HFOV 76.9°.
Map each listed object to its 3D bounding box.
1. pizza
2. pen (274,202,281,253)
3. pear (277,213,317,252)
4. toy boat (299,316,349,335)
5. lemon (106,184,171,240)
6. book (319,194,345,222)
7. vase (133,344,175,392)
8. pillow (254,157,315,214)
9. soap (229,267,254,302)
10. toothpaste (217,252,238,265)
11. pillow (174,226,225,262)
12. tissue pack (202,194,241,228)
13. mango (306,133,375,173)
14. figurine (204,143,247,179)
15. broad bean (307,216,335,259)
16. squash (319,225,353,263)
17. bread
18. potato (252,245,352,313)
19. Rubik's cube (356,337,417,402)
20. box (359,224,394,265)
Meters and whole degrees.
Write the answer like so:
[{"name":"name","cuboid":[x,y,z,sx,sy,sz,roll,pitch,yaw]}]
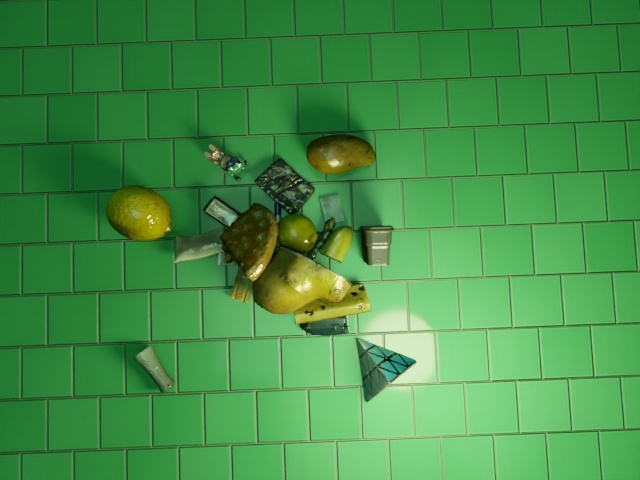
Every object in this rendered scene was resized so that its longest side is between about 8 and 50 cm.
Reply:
[{"name":"pizza","cuboid":[-0.320,0.002,1.829,0.278,0.114,0.408,-15,52,13]},{"name":"pen","cuboid":[-0.208,-0.049,1.963,0.033,0.033,0.268,-1,87,0]},{"name":"pear","cuboid":[-0.114,-0.036,1.888,0.199,0.198,0.197,0,87,0]},{"name":"toy boat","cuboid":[0.019,0.402,1.916,0.247,0.103,0.092,-5,96,12]},{"name":"lemon","cuboid":[-0.833,-0.123,1.864,0.311,0.253,0.253,26,87,1]},{"name":"book","cuboid":[0.056,-0.150,1.976,0.103,0.017,0.134,-14,88,-1]},{"name":"vase","cuboid":[-0.779,0.611,1.901,0.096,0.096,0.219,-36,90,-2]},{"name":"pillow","cuboid":[-0.170,-0.264,1.960,0.256,0.034,0.189,43,75,0]},{"name":"soap","cuboid":[-0.355,0.172,1.921,0.092,0.037,0.251,19,100,3]},{"name":"toothpaste","cuboid":[-0.344,0.093,1.951,0.315,0.055,0.058,5,47,4]},{"name":"pillow","cuboid":[-0.579,0.018,1.940,0.255,0.078,0.144,-12,70,0]},{"name":"tissue pack","cuboid":[-0.469,-0.129,1.940,0.170,0.090,0.103,36,88,0]},{"name":"mango","cuboid":[0.099,-0.417,1.922,0.331,0.175,0.176,-10,131,0]},{"name":"figurine","cuboid":[-0.452,-0.388,1.952,0.195,0.102,0.111,38,100,5]},{"name":"broad bean","cuboid":[0.000,0.000,1.945,0.052,0.053,0.256,32,90,14]},{"name":"squash","cuboid":[0.088,0.009,1.916,0.123,0.123,0.186,29,88,2]},{"name":"bread","cuboid":[0.049,0.294,1.892,0.362,0.077,0.138,-10,45,0]},{"name":"potato","cuboid":[-0.103,0.225,1.804,0.398,0.290,0.295,31,80,4]},{"name":"Rubik's cube","cuboid":[0.288,0.605,1.869,0.234,0.228,0.228,-10,131,34]},{"name":"box","cuboid":[0.257,0.018,1.845,0.139,0.274,0.178,-2,93,2]}]
